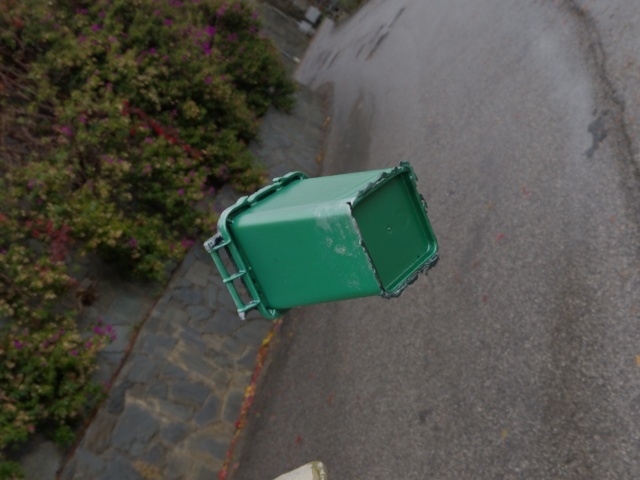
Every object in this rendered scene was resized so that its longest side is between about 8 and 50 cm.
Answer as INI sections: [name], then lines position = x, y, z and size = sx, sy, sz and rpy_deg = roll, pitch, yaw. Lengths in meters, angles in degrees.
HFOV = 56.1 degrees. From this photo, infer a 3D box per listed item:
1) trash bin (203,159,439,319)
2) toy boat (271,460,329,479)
[trash bin]
position = 0.000, 0.000, 1.155
size = 0.381, 0.259, 0.295
rpy_deg = -9, 20, 49
[toy boat]
position = -0.050, 0.273, 0.530
size = 0.116, 0.061, 0.188
rpy_deg = -24, 2, 46
